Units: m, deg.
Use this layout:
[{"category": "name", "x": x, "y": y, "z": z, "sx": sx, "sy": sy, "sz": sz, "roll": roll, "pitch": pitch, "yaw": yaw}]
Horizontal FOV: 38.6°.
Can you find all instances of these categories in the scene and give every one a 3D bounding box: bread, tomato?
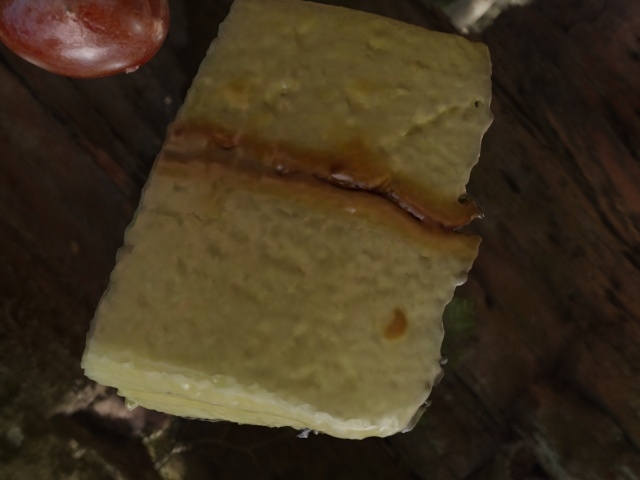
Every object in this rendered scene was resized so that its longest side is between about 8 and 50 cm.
[{"category": "bread", "x": 0.000, "y": 0.000, "z": 0.516, "sx": 0.178, "sy": 0.240, "sz": 0.135, "roll": 15, "pitch": 162, "yaw": 12}, {"category": "tomato", "x": -0.229, "y": -0.230, "z": 0.860, "sx": 0.167, "sy": 0.167, "sz": 0.167, "roll": 42, "pitch": -168, "yaw": -11}]
